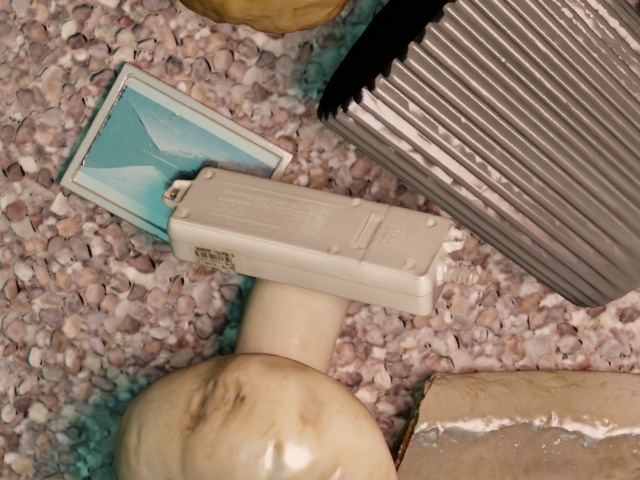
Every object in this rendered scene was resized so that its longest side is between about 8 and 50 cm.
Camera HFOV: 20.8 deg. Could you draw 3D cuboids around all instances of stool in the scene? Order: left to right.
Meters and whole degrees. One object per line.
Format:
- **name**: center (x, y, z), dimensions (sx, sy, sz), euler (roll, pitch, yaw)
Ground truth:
- **stool**: center (0.213, -0.128, 1.709), dimensions (0.330, 0.297, 0.297), euler (40, 95, -13)

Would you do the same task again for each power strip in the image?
- **power strip**: center (0.000, 0.000, 1.736), dimensions (0.338, 0.098, 0.058), euler (13, 137, 20)

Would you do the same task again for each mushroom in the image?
- **mushroom**: center (-0.045, 0.179, 1.770), dimensions (0.314, 0.314, 0.336), euler (21, 68, -5)

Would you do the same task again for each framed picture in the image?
- **framed picture**: center (-0.151, -0.075, 1.831), dimensions (0.203, 0.015, 0.150), euler (29, 95, -7)

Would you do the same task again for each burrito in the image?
- **burrito**: center (0.202, 0.210, 1.846), dimensions (0.299, 0.105, 0.143), euler (-3, 103, -4)

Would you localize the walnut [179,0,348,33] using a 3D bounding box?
- **walnut**: center (-0.042, -0.346, 1.660), dimensions (0.253, 0.282, 0.277), euler (31, 133, 3)
